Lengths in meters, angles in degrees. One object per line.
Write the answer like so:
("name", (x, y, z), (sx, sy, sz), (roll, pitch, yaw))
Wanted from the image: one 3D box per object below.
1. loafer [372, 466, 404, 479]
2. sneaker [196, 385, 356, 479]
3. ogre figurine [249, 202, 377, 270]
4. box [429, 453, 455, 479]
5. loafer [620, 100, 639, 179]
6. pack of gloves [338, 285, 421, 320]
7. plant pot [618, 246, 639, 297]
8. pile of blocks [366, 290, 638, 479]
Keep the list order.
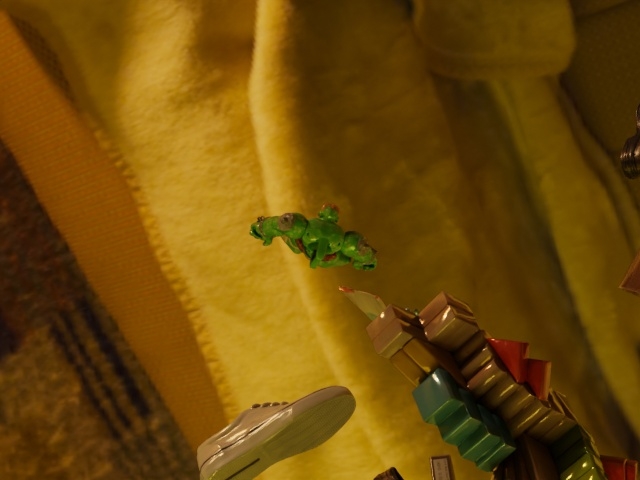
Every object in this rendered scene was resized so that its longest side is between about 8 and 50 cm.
("loafer", (0.173, 0.498, 2.032), (0.078, 0.223, 0.076), (-49, 118, -10))
("sneaker", (-0.073, 0.277, 1.580), (0.091, 0.258, 0.094), (56, -10, 47))
("ogre figurine", (0.000, 0.000, 1.595), (0.197, 0.118, 0.097), (36, 74, -4))
("box", (0.194, 0.432, 1.546), (0.225, 0.036, 0.136), (77, 7, -45))
("loafer", (0.479, -0.155, 1.496), (0.062, 0.061, 0.170), (46, 55, -36))
("pack of gloves", (0.151, 0.163, 1.757), (0.232, 0.195, 0.046), (45, 67, -50))
("plant pot", (0.501, -0.014, 1.261), (0.215, 0.215, 0.230), (19, 92, -47))
("pile of blocks", (0.210, 0.186, 1.096), (0.362, 0.113, 0.149), (42, 24, -1))
